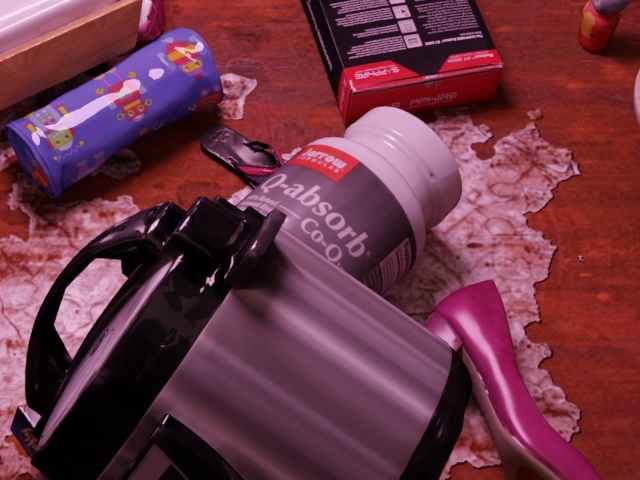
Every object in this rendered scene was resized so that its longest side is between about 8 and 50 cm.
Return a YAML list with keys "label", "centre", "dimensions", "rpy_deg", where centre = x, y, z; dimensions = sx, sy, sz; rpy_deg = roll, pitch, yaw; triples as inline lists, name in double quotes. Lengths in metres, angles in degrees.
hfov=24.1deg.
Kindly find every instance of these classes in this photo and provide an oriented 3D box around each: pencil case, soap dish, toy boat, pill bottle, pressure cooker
- label: "pencil case"
  centre: [-0.275, -0.174, 2.030]
  dimensions: [0.306, 0.133, 0.119]
  rpy_deg: [-33, 89, -22]
- label: "soap dish"
  centre: [-0.407, -0.290, 2.049]
  dimensions: [0.291, 0.118, 0.229]
  rpy_deg: [-28, 37, -18]
- label: "toy boat"
  centre: [0.508, -0.264, 2.149]
  dimensions: [0.318, 0.148, 0.267]
  rpy_deg: [37, 61, 17]
- label: "pill bottle"
  centre: [0.000, 0.000, 1.889]
  dimensions: [0.210, 0.210, 0.363]
  rpy_deg: [38, 61, 18]
- label: "pressure cooker"
  centre: [-0.104, 0.163, 1.565]
  dimensions: [0.420, 0.375, 0.370]
  rpy_deg: [36, 85, -6]

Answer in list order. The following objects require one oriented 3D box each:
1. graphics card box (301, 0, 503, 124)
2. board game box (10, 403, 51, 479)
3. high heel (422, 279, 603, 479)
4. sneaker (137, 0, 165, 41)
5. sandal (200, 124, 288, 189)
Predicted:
- label: "graphics card box"
  centre: [0.097, -0.350, 2.200]
  dimensions: [0.233, 0.094, 0.371]
  rpy_deg: [-12, 60, -12]
- label: "board game box"
  centre: [-0.226, 0.271, 1.739]
  dimensions: [0.165, 0.042, 0.243]
  rpy_deg: [-13, 50, -42]
- label: "high heel"
  centre: [0.271, 0.199, 1.832]
  dimensions: [0.181, 0.127, 0.377]
  rpy_deg: [-38, 67, -22]
- label: "sneaker"
  centre: [-0.289, -0.384, 2.188]
  dimensions: [0.111, 0.103, 0.252]
  rpy_deg: [-8, 51, -6]
- label: "sandal"
  centre: [-0.089, -0.110, 2.053]
  dimensions: [0.179, 0.040, 0.067]
  rpy_deg: [31, 59, 14]
